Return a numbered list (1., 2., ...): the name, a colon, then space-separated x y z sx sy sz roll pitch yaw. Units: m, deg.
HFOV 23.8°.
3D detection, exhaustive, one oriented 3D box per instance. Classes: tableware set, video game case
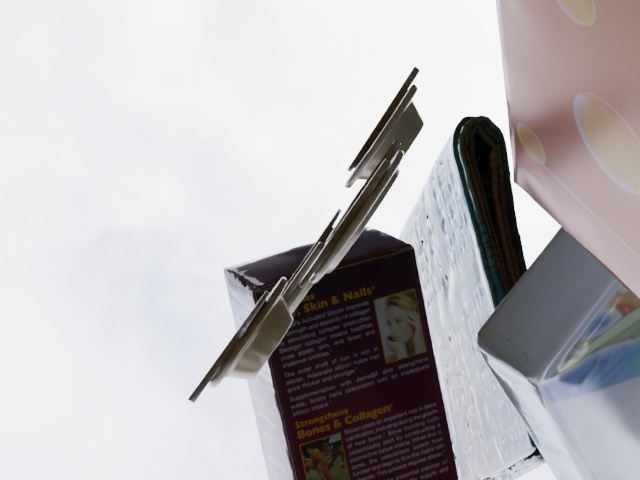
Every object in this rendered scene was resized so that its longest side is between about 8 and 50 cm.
1. tableware set: 0.000 0.000 0.658 0.020 0.141 0.169 35 -157 -1
2. video game case: 0.218 -0.011 0.714 0.036 0.300 0.329 34 -101 33

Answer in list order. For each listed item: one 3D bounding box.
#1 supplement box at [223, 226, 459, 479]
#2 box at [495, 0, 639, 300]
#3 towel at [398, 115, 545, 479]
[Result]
1. supplement box: 0.015 0.097 0.948 0.104 0.188 0.081 -15 -166 -16
2. box: 0.159 -0.095 0.327 0.168 0.345 0.215 -34 -124 -12
3. towel: 0.129 0.072 1.290 0.040 0.370 0.271 -10 -103 -7
